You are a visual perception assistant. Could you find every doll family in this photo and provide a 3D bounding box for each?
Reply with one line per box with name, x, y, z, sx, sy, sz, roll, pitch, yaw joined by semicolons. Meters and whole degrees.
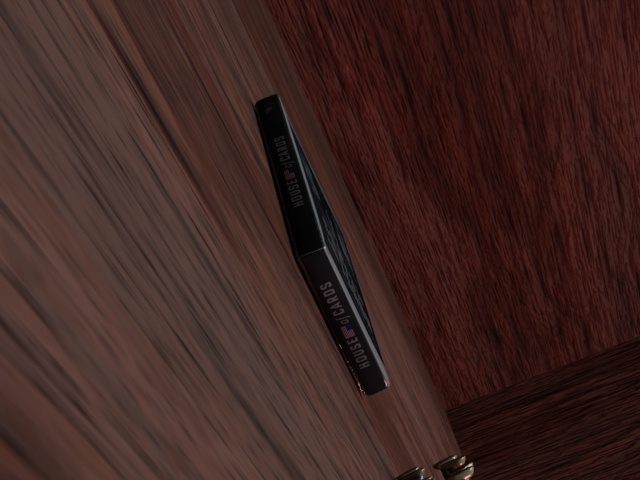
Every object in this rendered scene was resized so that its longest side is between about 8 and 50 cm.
doll family;0.112;0.244;1.037;0.111;0.076;0.193;64;1;3

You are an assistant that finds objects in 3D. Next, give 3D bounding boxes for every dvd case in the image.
dvd case;0.000;0.000;1.133;0.238;0.030;0.179;-108;174;-51
